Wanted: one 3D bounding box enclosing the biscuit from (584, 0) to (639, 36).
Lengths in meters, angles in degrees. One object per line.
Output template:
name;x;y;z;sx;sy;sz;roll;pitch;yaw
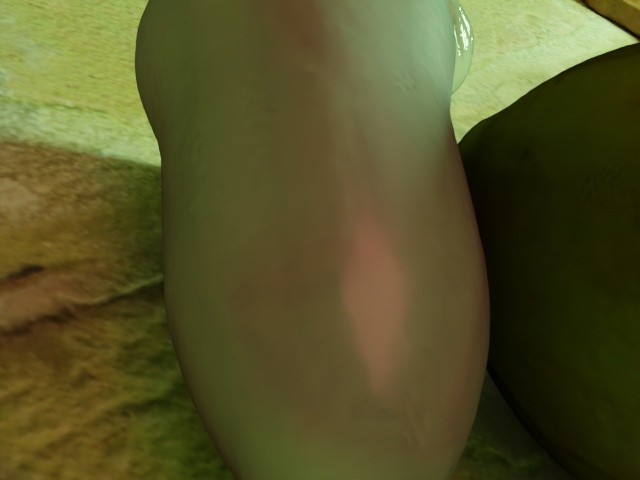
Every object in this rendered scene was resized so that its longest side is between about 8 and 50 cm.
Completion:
biscuit;0.491;-0.263;1.512;0.334;0.047;0.202;43;30;25

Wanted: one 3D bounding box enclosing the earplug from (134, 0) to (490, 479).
earplug;0.000;0.000;0.506;0.172;0.172;0.301;17;36;-20

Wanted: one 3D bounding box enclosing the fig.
fig;0.171;0.009;0.555;0.271;0.239;0.239;24;21;33

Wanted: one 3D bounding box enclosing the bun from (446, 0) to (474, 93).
bun;0.070;-0.183;0.937;0.138;0.094;0.138;21;31;-14
